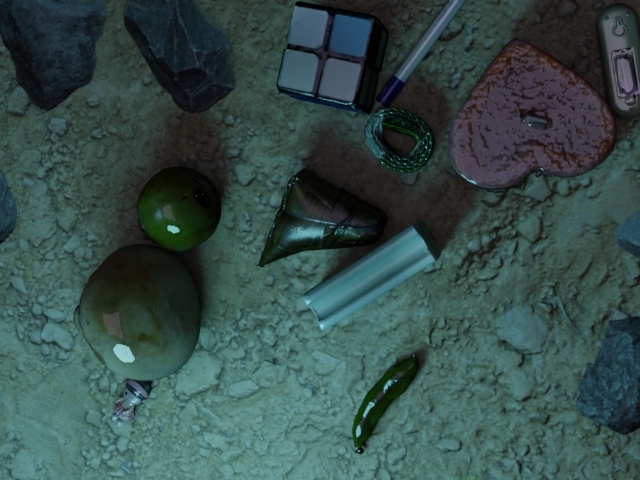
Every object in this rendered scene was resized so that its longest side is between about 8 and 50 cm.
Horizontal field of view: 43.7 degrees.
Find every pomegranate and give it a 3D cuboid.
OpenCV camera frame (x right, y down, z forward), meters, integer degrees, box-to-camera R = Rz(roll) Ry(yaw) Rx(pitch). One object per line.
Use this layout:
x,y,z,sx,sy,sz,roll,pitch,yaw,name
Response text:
-0.315,-0.055,1.687,0.210,0.179,0.179,-34,86,14,pomegranate

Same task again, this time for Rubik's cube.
0.028,-0.357,1.581,0.167,0.183,0.180,14,96,11,Rubik's cube

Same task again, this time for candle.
0.400,-0.243,1.530,0.316,0.131,0.288,-6,90,13,candle

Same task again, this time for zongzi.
0.000,0.000,1.654,0.220,0.112,0.242,27,107,9,zongzi

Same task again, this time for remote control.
0.576,-0.341,1.521,0.078,0.042,0.222,-9,92,15,remote control

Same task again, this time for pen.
0.202,-0.386,1.613,0.033,0.033,0.269,38,101,8,pen

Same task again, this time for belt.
0.157,-0.204,1.613,0.151,0.079,0.121,37,102,9,belt

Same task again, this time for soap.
0.107,0.068,1.603,0.265,0.160,0.088,-33,87,13,soap

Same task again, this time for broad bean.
0.126,0.336,1.676,0.065,0.046,0.255,33,102,2,broad bean

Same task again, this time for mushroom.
-0.413,0.162,1.694,0.289,0.292,0.293,-14,91,32,mushroom

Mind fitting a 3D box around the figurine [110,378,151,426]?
-0.432,0.358,1.812,0.072,0.054,0.129,39,109,23,figurine
